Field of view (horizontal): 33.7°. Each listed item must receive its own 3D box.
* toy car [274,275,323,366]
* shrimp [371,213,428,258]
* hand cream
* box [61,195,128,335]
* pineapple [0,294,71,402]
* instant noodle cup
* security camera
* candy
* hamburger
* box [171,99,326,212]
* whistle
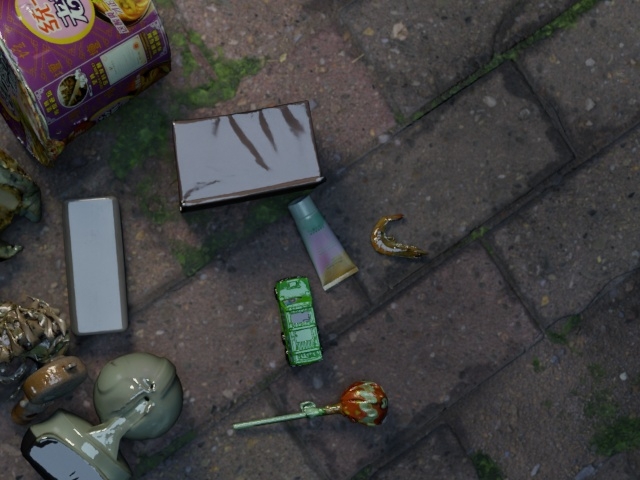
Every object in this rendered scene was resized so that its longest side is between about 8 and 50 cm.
[{"bbox_3d":[-0.039,0.148,1.928,0.071,0.062,0.165,-10,90,-10],"label":"toy car"},{"bbox_3d":[0.153,-0.007,1.988,0.114,0.023,0.083,14,83,-6],"label":"shrimp"},{"bbox_3d":[0.000,0.000,1.953,0.076,0.047,0.174,-30,102,-11],"label":"hand cream"},{"bbox_3d":[-0.398,0.044,1.871,0.103,0.055,0.243,-4,90,-11],"label":"box"},{"bbox_3d":[-0.556,0.152,1.775,0.272,0.262,0.262,19,85,-22],"label":"pineapple"},{"bbox_3d":[-0.421,-0.323,1.761,0.266,0.340,0.339,-31,94,-20],"label":"instant noodle cup"},{"bbox_3d":[-0.353,0.309,1.806,0.197,0.191,0.277,43,80,-7],"label":"security camera"},{"bbox_3d":[-0.017,0.319,1.932,0.288,0.078,0.084,-11,103,-3],"label":"candy"},{"bbox_3d":[-0.600,-0.096,1.761,0.192,0.288,0.167,37,85,24],"label":"hamburger"},{"bbox_3d":[-0.134,-0.146,1.859,0.252,0.188,0.153,-10,90,-8],"label":"box"},{"bbox_3d":[-0.466,0.252,1.788,0.107,0.220,0.057,-20,73,-47],"label":"whistle"}]
